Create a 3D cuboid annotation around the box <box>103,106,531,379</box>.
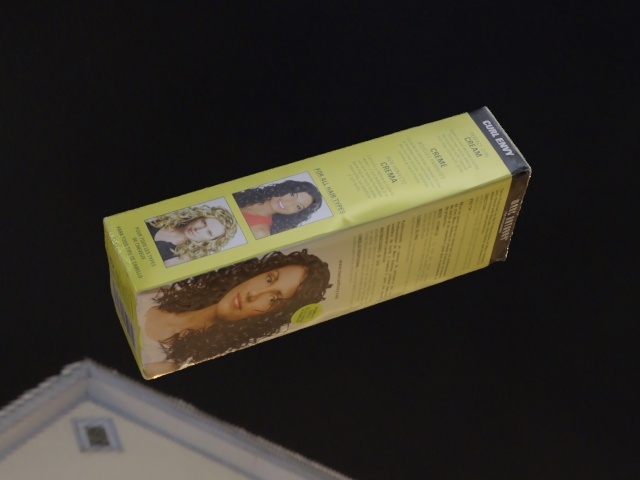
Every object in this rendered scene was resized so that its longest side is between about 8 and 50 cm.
[{"bbox_3d":[0.000,0.000,0.651,0.232,0.058,0.087,-19,-35,-17],"label":"box"}]
